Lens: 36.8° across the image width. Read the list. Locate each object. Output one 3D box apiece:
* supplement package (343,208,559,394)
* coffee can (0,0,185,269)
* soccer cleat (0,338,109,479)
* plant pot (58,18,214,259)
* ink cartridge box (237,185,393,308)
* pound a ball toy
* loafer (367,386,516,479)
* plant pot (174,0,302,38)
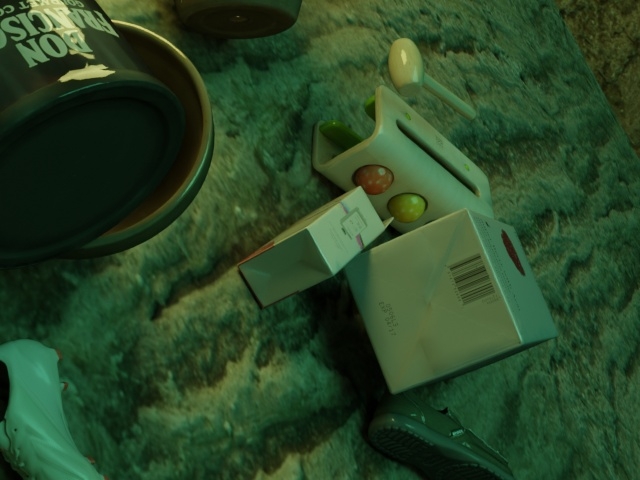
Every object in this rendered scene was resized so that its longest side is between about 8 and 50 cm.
[{"bbox_3d":[0.181,0.080,1.259,0.293,0.175,0.177,9,58,-68],"label":"supplement package"},{"bbox_3d":[-0.266,-0.143,0.762,0.275,0.201,0.201,51,29,19],"label":"coffee can"},{"bbox_3d":[-0.232,0.175,0.794,0.076,0.068,0.196,-4,64,-50],"label":"soccer cleat"},{"bbox_3d":[-0.214,-0.080,0.903,0.110,0.237,0.237,91,-9,-65],"label":"plant pot"},{"bbox_3d":[0.000,0.000,1.180,0.067,0.115,0.198,60,32,-5],"label":"ink cartridge box"},{"bbox_3d":[0.138,-0.110,1.360,0.319,0.208,0.136,35,43,-38],"label":"pound a ball toy"},{"bbox_3d":[0.165,0.259,1.248,0.251,0.094,0.087,37,42,-32],"label":"loafer"},{"bbox_3d":[-0.101,-0.385,1.215,0.263,0.263,0.229,5,81,-52],"label":"plant pot"}]
